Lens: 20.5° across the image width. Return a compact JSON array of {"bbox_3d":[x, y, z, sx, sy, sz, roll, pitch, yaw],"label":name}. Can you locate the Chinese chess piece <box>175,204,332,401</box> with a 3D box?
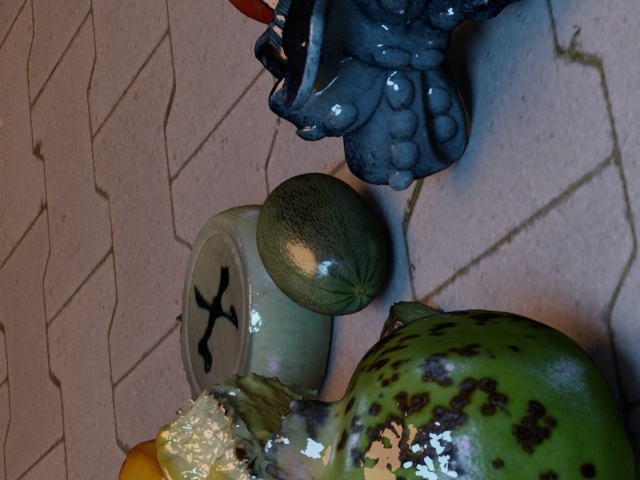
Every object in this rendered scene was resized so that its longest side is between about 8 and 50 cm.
[{"bbox_3d":[-0.070,0.080,1.812,0.238,0.092,0.238,-179,90,-66],"label":"Chinese chess piece"}]

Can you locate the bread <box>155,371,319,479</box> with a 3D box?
[{"bbox_3d":[-0.031,0.217,1.487,0.121,0.174,0.245,-57,44,20],"label":"bread"}]

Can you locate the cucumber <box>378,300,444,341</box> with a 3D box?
[{"bbox_3d":[0.059,0.197,1.553,0.067,0.067,0.294,-135,51,-58],"label":"cucumber"}]

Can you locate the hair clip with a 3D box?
[{"bbox_3d":[0.053,-0.188,1.423,0.310,0.206,0.194,117,146,-43],"label":"hair clip"}]

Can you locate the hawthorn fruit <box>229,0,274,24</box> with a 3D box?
[{"bbox_3d":[0.012,-0.266,1.588,0.251,0.189,0.190,26,113,43],"label":"hawthorn fruit"}]

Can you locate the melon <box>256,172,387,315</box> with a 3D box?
[{"bbox_3d":[0.000,0.000,1.637,0.167,0.114,0.114,-119,39,-48],"label":"melon"}]

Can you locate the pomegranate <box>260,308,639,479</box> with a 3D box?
[{"bbox_3d":[0.094,0.169,1.254,0.254,0.270,0.254,19,-90,-89],"label":"pomegranate"}]

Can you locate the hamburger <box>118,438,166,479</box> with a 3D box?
[{"bbox_3d":[-0.090,0.293,1.743,0.246,0.170,0.246,43,139,53],"label":"hamburger"}]
